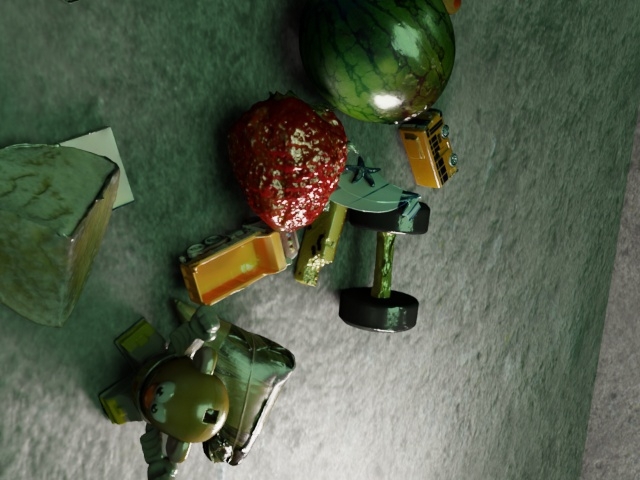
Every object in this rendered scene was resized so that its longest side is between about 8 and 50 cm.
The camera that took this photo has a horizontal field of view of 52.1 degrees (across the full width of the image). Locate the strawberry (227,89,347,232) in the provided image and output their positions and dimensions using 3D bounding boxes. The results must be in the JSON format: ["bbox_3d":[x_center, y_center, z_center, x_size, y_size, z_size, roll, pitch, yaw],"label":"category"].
[{"bbox_3d":[-0.070,-0.155,1.352,0.257,0.257,0.277,11,78,-45],"label":"strawberry"}]

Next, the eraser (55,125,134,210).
[{"bbox_3d":[-0.410,-0.123,1.197,0.104,0.023,0.150,-30,119,-36],"label":"eraser"}]

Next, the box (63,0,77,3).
[{"bbox_3d":[-0.388,-0.458,1.105,0.122,0.069,0.084,-35,121,-32],"label":"box"}]

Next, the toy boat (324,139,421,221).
[{"bbox_3d":[0.092,-0.148,1.539,0.291,0.070,0.210,3,62,-13],"label":"toy boat"}]

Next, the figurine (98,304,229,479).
[{"bbox_3d":[-0.281,0.286,1.237,0.167,0.285,0.343,-12,109,-43],"label":"figurine"}]

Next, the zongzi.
[{"bbox_3d":[-0.241,0.310,1.406,0.317,0.154,0.289,30,82,-23],"label":"zongzi"}]

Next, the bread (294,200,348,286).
[{"bbox_3d":[0.000,0.000,1.575,0.049,0.088,0.226,17,87,-46],"label":"bread"}]

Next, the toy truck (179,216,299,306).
[{"bbox_3d":[-0.171,0.034,1.384,0.270,0.135,0.114,-29,118,-36],"label":"toy truck"}]

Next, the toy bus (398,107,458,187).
[{"bbox_3d":[0.293,-0.251,1.787,0.114,0.098,0.201,-44,128,-28],"label":"toy bus"}]

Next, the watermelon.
[{"bbox_3d":[0.120,-0.428,1.418,0.363,0.363,0.363,-12,108,-41],"label":"watermelon"}]

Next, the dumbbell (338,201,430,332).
[{"bbox_3d":[0.162,0.055,1.662,0.203,0.203,0.323,-2,101,-43],"label":"dumbbell"}]

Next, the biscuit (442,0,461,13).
[{"bbox_3d":[0.285,-0.669,1.701,0.283,0.064,0.432,33,77,-43],"label":"biscuit"}]

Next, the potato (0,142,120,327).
[{"bbox_3d":[-0.480,-0.020,1.112,0.189,0.211,0.264,-79,-171,-51],"label":"potato"}]
